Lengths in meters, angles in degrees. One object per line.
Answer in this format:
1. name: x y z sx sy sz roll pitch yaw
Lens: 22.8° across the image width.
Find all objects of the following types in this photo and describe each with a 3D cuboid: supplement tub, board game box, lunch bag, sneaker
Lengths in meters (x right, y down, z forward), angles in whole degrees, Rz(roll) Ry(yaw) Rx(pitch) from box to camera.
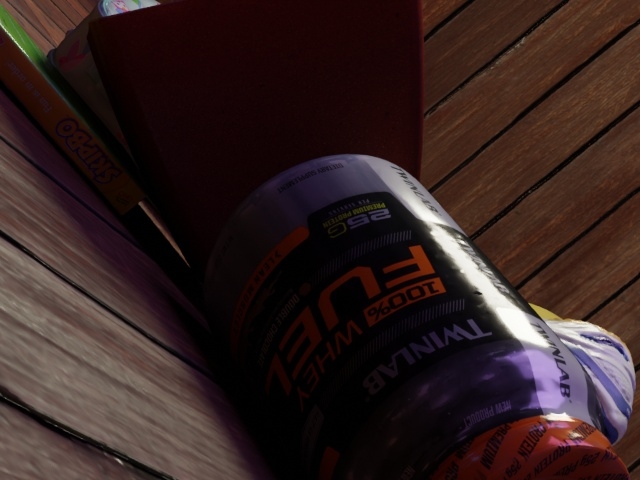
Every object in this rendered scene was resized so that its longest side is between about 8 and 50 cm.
1. supplement tub: 0.064 0.103 1.148 0.207 0.207 0.338 49 1 -44
2. board game box: -0.224 -0.124 1.276 0.259 0.039 0.124 48 3 -29
3. lunch bag: -0.153 -0.125 1.624 0.279 0.108 0.224 48 18 -2
4. sneaker: 0.175 0.127 1.598 0.131 0.296 0.112 -78 179 -53

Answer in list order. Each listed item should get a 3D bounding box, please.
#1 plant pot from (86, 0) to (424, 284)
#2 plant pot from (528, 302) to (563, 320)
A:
1. plant pot: -0.044 -0.097 1.375 0.267 0.267 0.236 -156 -127 -81
2. plant pot: 0.192 0.223 1.754 0.254 0.254 0.239 51 17 -13
